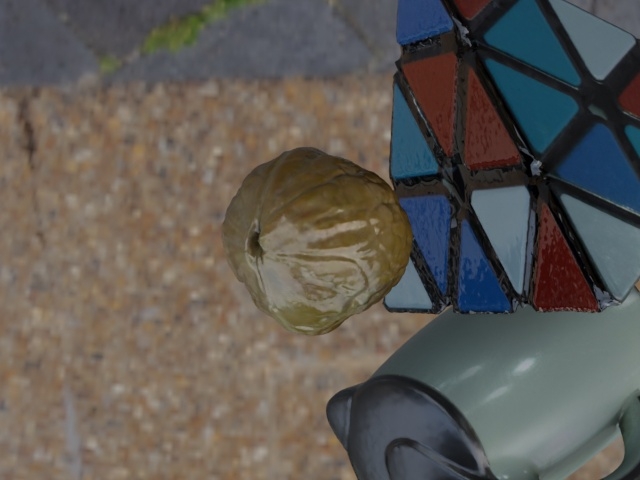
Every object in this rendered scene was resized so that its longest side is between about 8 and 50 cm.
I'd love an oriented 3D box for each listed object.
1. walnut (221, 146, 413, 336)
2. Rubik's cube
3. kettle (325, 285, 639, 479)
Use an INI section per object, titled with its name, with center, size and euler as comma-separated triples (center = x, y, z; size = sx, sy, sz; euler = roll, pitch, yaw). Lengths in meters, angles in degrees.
[walnut]
center = 0.000, 0.000, 1.048
size = 0.105, 0.105, 0.124
euler = -32, 162, 23
[Rubik's cube]
center = 0.132, -0.049, 1.125
size = 0.284, 0.234, 0.250
euler = -25, 122, 8
[kettle]
center = 0.155, 0.132, 1.433
size = 0.221, 0.236, 0.161
euler = 31, 129, 30
